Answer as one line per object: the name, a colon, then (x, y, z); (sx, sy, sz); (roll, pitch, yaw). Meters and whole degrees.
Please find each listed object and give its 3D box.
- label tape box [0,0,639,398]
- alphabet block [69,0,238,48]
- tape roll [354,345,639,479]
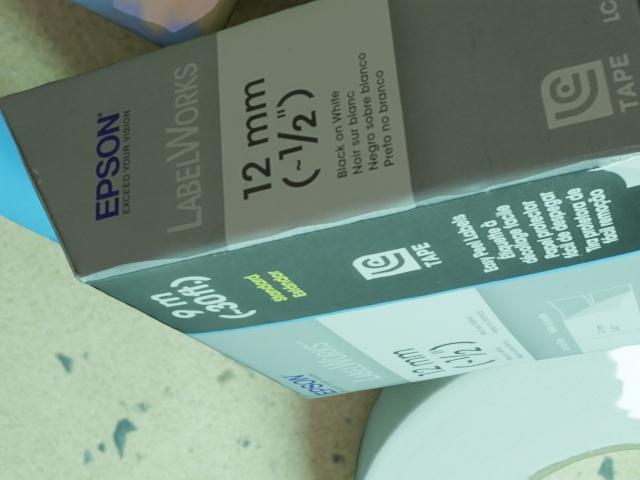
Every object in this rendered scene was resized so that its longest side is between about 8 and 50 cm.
label tape box: (0.000, 0.000, 0.489); (0.348, 0.249, 0.115); (-14, 66, 18)
alphabet block: (-0.090, -0.226, 0.471); (0.193, 0.193, 0.197); (25, 107, -12)
tape roll: (0.212, 0.197, 0.661); (0.392, 0.072, 0.391); (3, 120, 6)
